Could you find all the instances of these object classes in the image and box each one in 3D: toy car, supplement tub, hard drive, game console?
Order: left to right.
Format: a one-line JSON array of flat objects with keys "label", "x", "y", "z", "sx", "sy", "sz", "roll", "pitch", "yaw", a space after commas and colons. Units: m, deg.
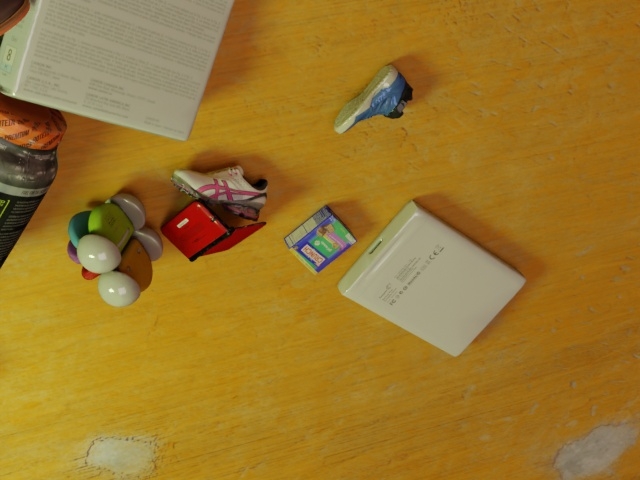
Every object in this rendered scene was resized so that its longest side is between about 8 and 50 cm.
[{"label": "supplement tub", "x": -0.538, "y": -0.076, "z": 1.483, "sx": 0.207, "sy": 0.207, "sz": 0.338, "roll": 25, "pitch": 111, "yaw": -33}, {"label": "toy car", "x": -0.366, "y": 0.016, "z": 1.673, "sx": 0.136, "sy": 0.159, "sz": 0.182, "roll": -1, "pitch": 133, "yaw": 24}, {"label": "game console", "x": -0.192, "y": -0.025, "z": 1.733, "sx": 0.124, "sy": 0.085, "sz": 0.144, "roll": 45, "pitch": 139, "yaw": -12}, {"label": "hard drive", "x": 0.235, "y": 0.086, "z": 2.005, "sx": 0.353, "sy": 0.047, "sz": 0.233, "roll": 30, "pitch": 107, "yaw": -34}]

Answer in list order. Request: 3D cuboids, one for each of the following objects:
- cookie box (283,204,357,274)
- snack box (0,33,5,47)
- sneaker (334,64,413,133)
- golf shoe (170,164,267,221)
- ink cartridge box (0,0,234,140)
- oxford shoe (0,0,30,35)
[{"label": "cookie box", "x": 0.000, "y": 0.000, "z": 1.855, "sx": 0.107, "sy": 0.040, "sz": 0.092, "roll": -39, "pitch": 129, "yaw": 7}, {"label": "snack box", "x": -0.527, "y": -0.364, "z": 1.303, "sx": 0.187, "sy": 0.060, "sz": 0.322, "roll": -51, "pitch": 152, "yaw": 16}, {"label": "sneaker", "x": 0.100, "y": -0.230, "z": 1.728, "sx": 0.152, "sy": 0.058, "sz": 0.084, "roll": -47, "pitch": 118, "yaw": 5}, {"label": "golf shoe", "x": -0.176, "y": -0.099, "z": 1.710, "sx": 0.186, "sy": 0.067, "sz": 0.086, "roll": 20, "pitch": 92, "yaw": -37}, {"label": "ink cartridge box", "x": -0.282, "y": -0.365, "z": 1.447, "sx": 0.308, "sy": 0.091, "sz": 0.385, "roll": 12, "pitch": 100, "yaw": -43}, {"label": "oxford shoe", "x": -0.507, "y": -0.301, "z": 1.254, "sx": 0.271, "sy": 0.097, "sz": 0.098, "roll": -24, "pitch": 143, "yaw": -30}]
